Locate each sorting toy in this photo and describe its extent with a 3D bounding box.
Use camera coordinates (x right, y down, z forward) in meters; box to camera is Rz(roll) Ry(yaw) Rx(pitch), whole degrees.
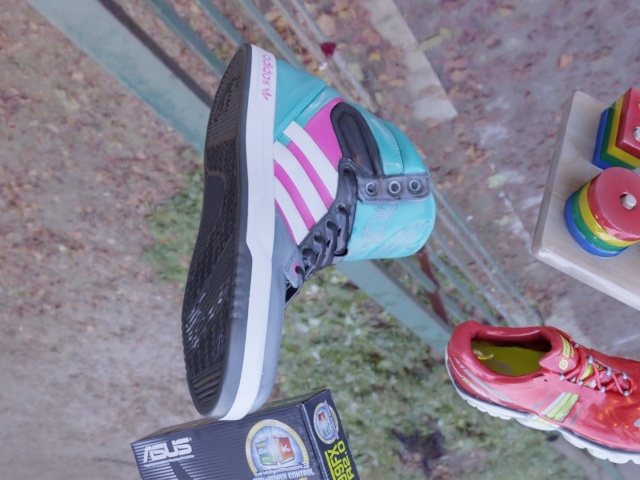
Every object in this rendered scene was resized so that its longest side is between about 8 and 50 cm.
[{"bbox_3d":[0.412,-0.048,0.945,0.257,0.255,0.089,26,151,-8],"label":"sorting toy"}]

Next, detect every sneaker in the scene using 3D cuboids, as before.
[{"bbox_3d":[0.259,0.145,0.797,0.279,0.107,0.118,7,142,25],"label":"sneaker"},{"bbox_3d":[0.000,0.000,0.584,0.178,0.295,0.124,16,148,-23],"label":"sneaker"}]

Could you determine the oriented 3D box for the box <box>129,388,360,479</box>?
[{"bbox_3d":[-0.076,0.300,0.873,0.270,0.216,0.060,-19,178,32],"label":"box"}]
